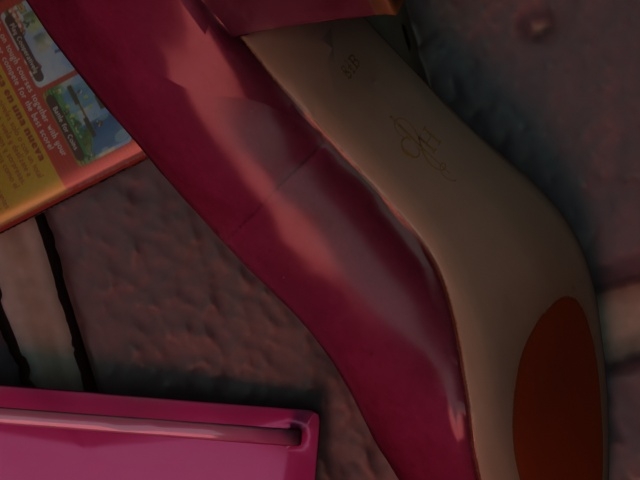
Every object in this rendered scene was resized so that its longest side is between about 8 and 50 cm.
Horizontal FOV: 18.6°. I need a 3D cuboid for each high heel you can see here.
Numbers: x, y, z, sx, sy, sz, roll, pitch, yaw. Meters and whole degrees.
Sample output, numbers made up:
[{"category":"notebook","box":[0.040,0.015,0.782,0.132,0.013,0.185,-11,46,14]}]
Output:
[{"category":"high heel","box":[0.000,0.000,0.813,0.181,0.127,0.377,-4,113,34]}]

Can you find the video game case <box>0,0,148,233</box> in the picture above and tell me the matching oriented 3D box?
[{"category":"video game case","box":[-0.163,-0.105,0.851,0.285,0.025,0.204,-26,95,11]}]

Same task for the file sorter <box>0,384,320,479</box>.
[{"category":"file sorter","box":[-0.111,0.204,0.770,0.202,0.182,0.291,5,85,0]}]
